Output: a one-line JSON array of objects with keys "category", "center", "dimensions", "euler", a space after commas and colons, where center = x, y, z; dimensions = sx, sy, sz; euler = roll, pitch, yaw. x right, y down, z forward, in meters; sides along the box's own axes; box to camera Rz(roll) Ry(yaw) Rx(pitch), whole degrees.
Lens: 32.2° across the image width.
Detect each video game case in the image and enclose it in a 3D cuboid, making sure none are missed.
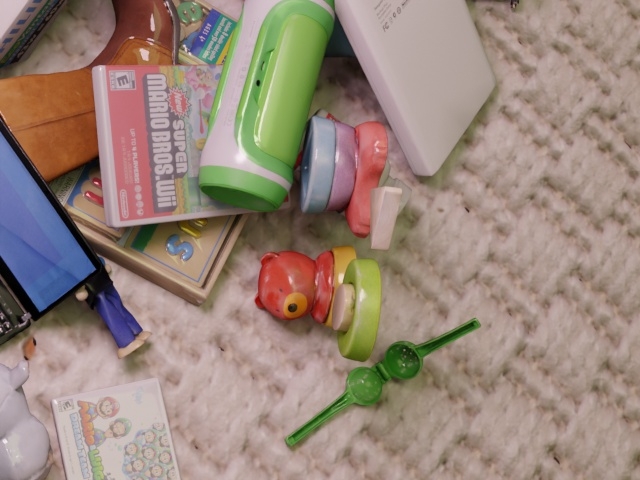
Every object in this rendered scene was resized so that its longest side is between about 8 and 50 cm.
[{"category": "video game case", "center": [-0.262, 0.267, 1.432], "dimensions": [0.143, 0.019, 0.157], "euler": [-9, 78, -24]}, {"category": "video game case", "center": [-0.163, -0.131, 1.472], "dimensions": [0.285, 0.025, 0.204], "euler": [-8, 96, -40]}]

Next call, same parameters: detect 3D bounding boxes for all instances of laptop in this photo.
[{"category": "laptop", "center": [-0.444, 0.021, 1.350], "dimensions": [0.264, 0.136, 0.234], "euler": [-35, 91, -20]}]

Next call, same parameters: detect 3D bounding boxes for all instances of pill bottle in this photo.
[{"category": "pill bottle", "center": [0.039, -0.097, 1.610], "dimensions": [0.180, 0.108, 0.108], "euler": [37, 65, -8]}]

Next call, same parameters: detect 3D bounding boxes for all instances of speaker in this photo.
[{"category": "speaker", "center": [-0.069, -0.194, 1.452], "dimensions": [0.131, 0.131, 0.296], "euler": [18, 78, -16]}]

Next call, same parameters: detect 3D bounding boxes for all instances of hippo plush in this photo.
[{"category": "hippo plush", "center": [-0.451, 0.250, 1.292], "dimensions": [0.294, 0.234, 0.236], "euler": [60, 32, -13]}]

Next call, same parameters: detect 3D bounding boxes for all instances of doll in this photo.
[{"category": "doll", "center": [-0.292, 0.061, 1.438], "dimensions": [0.046, 0.129, 0.189], "euler": [-33, 95, 12]}]

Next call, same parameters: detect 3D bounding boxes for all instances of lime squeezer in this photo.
[{"category": "lime squeezer", "center": [0.089, 0.196, 1.553], "dimensions": [0.310, 0.110, 0.059], "euler": [-32, 106, 4]}]

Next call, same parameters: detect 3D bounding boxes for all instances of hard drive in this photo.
[{"category": "hard drive", "center": [0.141, -0.303, 1.633], "dimensions": [0.233, 0.047, 0.353], "euler": [-54, 131, -30]}]

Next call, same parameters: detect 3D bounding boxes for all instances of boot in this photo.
[{"category": "boot", "center": [-0.314, -0.224, 1.456], "dimensions": [0.280, 0.096, 0.264], "euler": [-22, 96, -32]}]

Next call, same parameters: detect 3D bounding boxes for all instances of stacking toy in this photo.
[{"category": "stacking toy", "center": [0.000, 0.000, 1.440], "dimensions": [0.130, 0.279, 0.308], "euler": [6, 109, -9]}]

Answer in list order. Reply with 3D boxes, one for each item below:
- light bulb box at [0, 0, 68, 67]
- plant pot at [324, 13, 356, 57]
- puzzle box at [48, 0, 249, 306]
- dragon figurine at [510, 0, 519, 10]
[{"category": "light bulb box", "center": [-0.438, -0.458, 1.376], "dimensions": [0.361, 0.225, 0.358], "euler": [39, 104, -7]}, {"category": "plant pot", "center": [-0.023, -0.402, 1.585], "dimensions": [0.234, 0.166, 0.165], "euler": [52, 56, -43]}, {"category": "puzzle box", "center": [-0.197, -0.144, 1.563], "dimensions": [0.272, 0.052, 0.408], "euler": [29, 66, -12]}, {"category": "dragon figurine", "center": [0.287, -0.477, 1.834], "dimensions": [0.144, 0.085, 0.289], "euler": [24, 68, -14]}]
